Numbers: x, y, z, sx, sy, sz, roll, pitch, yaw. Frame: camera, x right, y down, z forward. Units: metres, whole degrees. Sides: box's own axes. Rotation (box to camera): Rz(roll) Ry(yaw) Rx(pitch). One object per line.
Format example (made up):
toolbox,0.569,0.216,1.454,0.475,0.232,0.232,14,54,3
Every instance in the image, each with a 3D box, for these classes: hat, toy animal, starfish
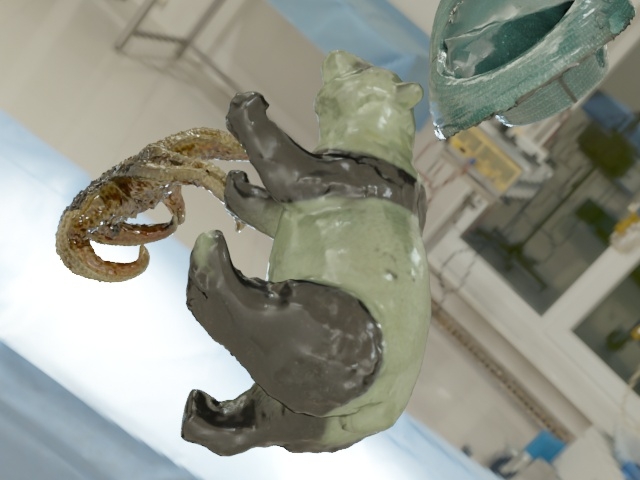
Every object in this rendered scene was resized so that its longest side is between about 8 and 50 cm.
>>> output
hat,0.133,-0.119,0.704,0.078,0.138,0.191,44,30,-29
toy animal,0.000,0.000,0.586,0.121,0.094,0.225,7,59,1
starfish,-0.099,-0.032,0.757,0.074,0.146,0.190,60,6,-8
